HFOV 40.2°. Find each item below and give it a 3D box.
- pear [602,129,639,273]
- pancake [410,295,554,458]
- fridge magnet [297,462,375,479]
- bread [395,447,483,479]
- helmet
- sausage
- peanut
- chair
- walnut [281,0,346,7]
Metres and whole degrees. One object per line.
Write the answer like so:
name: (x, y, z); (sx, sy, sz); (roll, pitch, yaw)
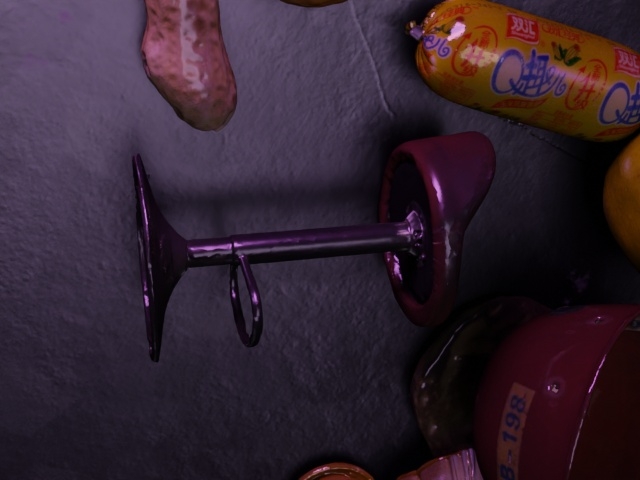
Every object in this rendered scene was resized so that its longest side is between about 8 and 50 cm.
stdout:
pear: (0.488, -0.034, 1.082); (0.253, 0.253, 0.307); (-43, 138, 4)
pancake: (0.252, 0.208, 1.220); (0.294, 0.049, 0.295); (-7, 113, -16)
fridge magnet: (0.018, 0.375, 1.212); (0.143, 0.063, 0.143); (-4, 108, -11)
bread: (0.200, 0.382, 1.211); (0.209, 0.110, 0.192); (35, 126, -30)
helmet: (0.311, 0.238, 1.085); (0.337, 0.230, 0.385); (-3, 102, -41)
sausage: (0.258, -0.195, 1.026); (0.347, 0.123, 0.123); (12, 107, -18)
peanut: (-0.142, -0.218, 0.929); (0.099, 0.099, 0.214); (-8, 114, -12)
chair: (0.000, 0.000, 0.978); (0.400, 0.226, 0.227); (-6, 112, -13)
walnut: (0.012, -0.318, 0.910); (0.180, 0.144, 0.144); (-29, 115, -6)
